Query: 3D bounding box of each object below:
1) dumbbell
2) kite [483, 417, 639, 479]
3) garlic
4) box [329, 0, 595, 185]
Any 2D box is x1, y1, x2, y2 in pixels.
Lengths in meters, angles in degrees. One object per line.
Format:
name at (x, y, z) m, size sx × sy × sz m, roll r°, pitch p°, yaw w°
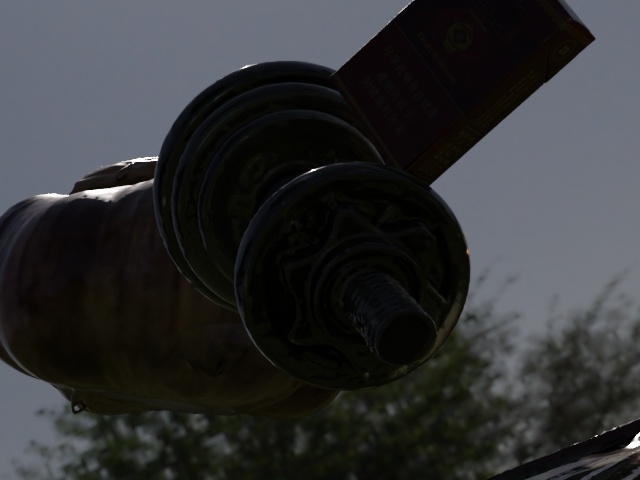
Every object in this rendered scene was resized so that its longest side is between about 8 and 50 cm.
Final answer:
dumbbell at (0.000, 0.000, 0.581) m, size 0.110 × 0.110 × 0.254 m, roll -25°, pitch 16°, yaw -3°
kite at (0.058, 0.063, 0.340) m, size 0.267 × 0.013 × 0.323 m, roll -23°, pitch 3°, yaw -38°
garlic at (-0.086, 0.025, 0.956) m, size 0.245 × 0.160 × 0.245 m, roll 8°, pitch -16°, yaw 2°
box at (0.049, -0.064, 0.562) m, size 0.082 × 0.051 × 0.023 m, roll -42°, pitch -29°, yaw 15°
